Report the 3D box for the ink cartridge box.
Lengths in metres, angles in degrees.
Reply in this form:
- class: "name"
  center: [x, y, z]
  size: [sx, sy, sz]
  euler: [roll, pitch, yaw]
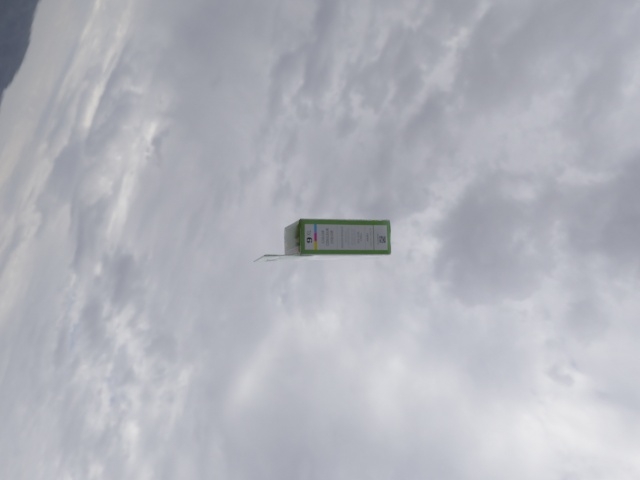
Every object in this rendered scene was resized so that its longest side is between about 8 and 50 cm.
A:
- class: "ink cartridge box"
  center: [0.000, 0.000, 0.910]
  size: [0.109, 0.209, 0.062]
  euler: [160, -72, -72]
